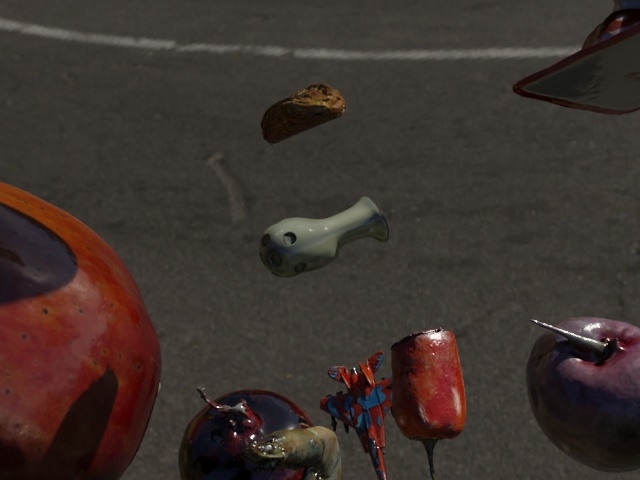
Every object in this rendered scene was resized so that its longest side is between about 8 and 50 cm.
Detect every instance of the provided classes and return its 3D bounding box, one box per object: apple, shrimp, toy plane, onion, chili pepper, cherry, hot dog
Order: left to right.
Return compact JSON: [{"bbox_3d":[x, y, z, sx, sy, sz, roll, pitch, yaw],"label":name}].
[{"bbox_3d":[-0.336,0.093,0.941,0.295,0.365,0.329,-58,25,-9],"label":"apple"},{"bbox_3d":[-0.137,0.379,1.755,0.273,0.285,0.273,-5,38,4],"label":"onion"},{"bbox_3d":[-0.028,0.265,0.966,0.035,0.147,0.195,5,-8,30],"label":"shrimp"},{"bbox_3d":[-0.017,-0.113,0.830,0.083,0.035,0.058,-18,13,38],"label":"hot dog"},{"bbox_3d":[0.069,0.251,1.294,0.130,0.061,0.189,-20,70,13],"label":"toy plane"},{"bbox_3d":[0.131,0.203,1.123,0.086,0.084,0.192,-8,73,9],"label":"chili pepper"},{"bbox_3d":[0.378,0.203,1.249,0.183,0.266,0.213,-43,45,-20],"label":"cherry"}]

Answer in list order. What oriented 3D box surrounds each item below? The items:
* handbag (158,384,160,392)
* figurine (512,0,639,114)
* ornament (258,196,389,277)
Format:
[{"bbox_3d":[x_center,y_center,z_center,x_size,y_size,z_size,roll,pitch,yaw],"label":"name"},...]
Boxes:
[{"bbox_3d":[-0.363,0.196,1.257,0.256,0.219,0.079,-44,-9,1],"label":"handbag"},{"bbox_3d":[0.218,-0.228,0.685,0.160,0.226,0.183,-23,-16,41],"label":"figurine"},{"bbox_3d":[0.000,0.000,1.173,0.156,0.081,0.075,-21,38,-18],"label":"ornament"}]
